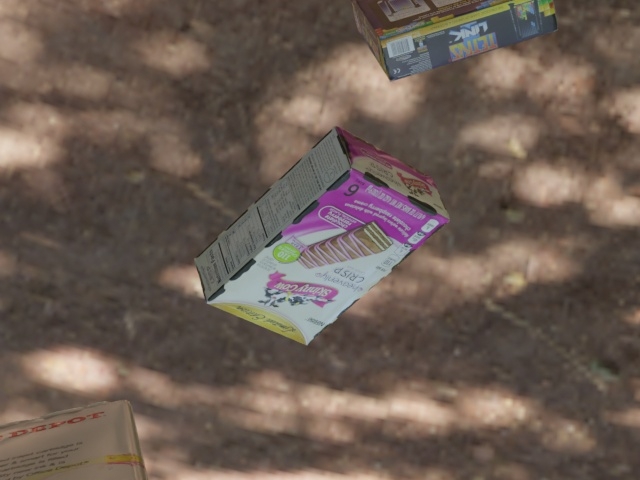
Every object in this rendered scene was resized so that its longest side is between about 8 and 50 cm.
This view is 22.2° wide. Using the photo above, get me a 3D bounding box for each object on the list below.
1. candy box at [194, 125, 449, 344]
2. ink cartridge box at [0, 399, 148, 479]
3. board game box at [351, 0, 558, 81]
[{"bbox_3d":[0.000,0.000,1.765,0.159,0.071,0.233,25,124,-39],"label":"candy box"},{"bbox_3d":[-0.215,0.228,1.172,0.201,0.117,0.278,-12,-165,-8],"label":"ink cartridge box"},{"bbox_3d":[0.126,-0.221,1.583,0.170,0.141,0.048,-17,117,-2],"label":"board game box"}]
